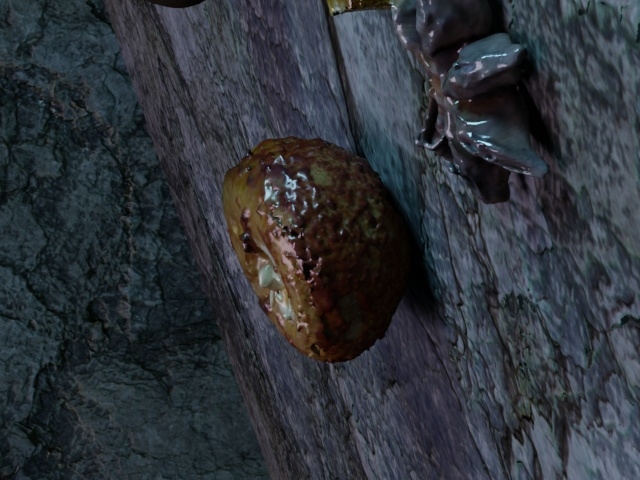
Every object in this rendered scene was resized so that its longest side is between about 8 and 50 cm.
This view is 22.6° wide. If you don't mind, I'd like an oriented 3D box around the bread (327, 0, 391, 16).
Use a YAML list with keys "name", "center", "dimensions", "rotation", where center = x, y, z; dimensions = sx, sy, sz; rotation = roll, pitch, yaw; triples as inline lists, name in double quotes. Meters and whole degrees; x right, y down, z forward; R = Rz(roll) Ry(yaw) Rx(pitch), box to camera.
- name: "bread"
  center: [0.045, -0.212, 1.247]
  dimensions: [0.083, 0.076, 0.070]
  rotation: [-153, 58, -74]

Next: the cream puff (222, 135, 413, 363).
- name: "cream puff"
  center: [0.000, 0.001, 1.566]
  dimensions: [0.240, 0.164, 0.240]
  rotation: [51, 164, 21]

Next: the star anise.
- name: "star anise"
  center: [0.103, -0.115, 1.137]
  dimensions: [0.172, 0.063, 0.208]
  rotation: [-132, 26, -60]

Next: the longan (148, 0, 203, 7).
- name: "longan"
  center: [-0.163, -0.358, 1.717]
  dimensions: [0.198, 0.198, 0.212]
  rotation: [159, 108, -79]
